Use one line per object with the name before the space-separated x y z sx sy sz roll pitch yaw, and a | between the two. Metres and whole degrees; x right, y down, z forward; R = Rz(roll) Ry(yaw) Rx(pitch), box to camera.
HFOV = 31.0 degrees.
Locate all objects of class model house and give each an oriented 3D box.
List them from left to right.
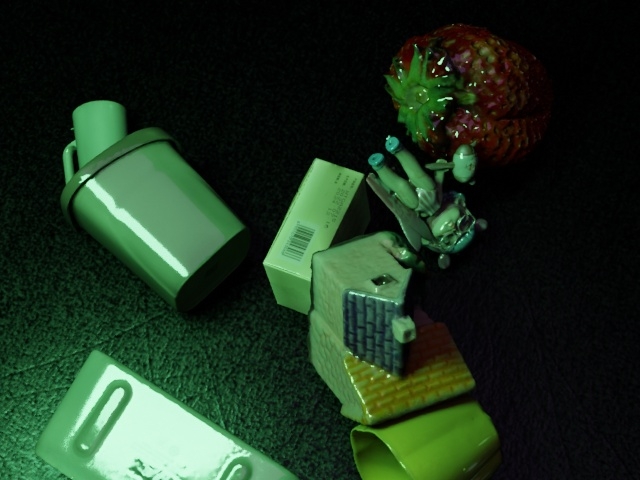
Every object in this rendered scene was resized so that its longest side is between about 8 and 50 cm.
model house | 0.115 0.142 1.759 0.202 0.237 0.237 -10 32 -22

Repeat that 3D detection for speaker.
speaker | -0.227 0.352 1.759 0.406 0.183 0.184 29 75 16

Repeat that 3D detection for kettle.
kettle | -0.400 -0.161 2.052 0.127 0.098 0.148 -6 68 -7

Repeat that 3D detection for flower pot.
flower pot | 0.171 0.328 1.755 0.179 0.195 0.195 -26 66 -22

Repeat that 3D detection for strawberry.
strawberry | 0.273 -0.254 2.009 0.288 0.250 0.238 -12 28 -27

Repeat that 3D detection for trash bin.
trash bin | -0.264 -0.029 1.928 0.250 0.220 0.219 43 75 13

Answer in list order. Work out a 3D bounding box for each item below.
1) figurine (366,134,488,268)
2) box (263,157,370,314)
figurine | 0.183 -0.086 1.917 0.205 0.260 0.103 -50 33 -9
box | 0.000 0.000 1.915 0.095 0.168 0.212 18 67 18
